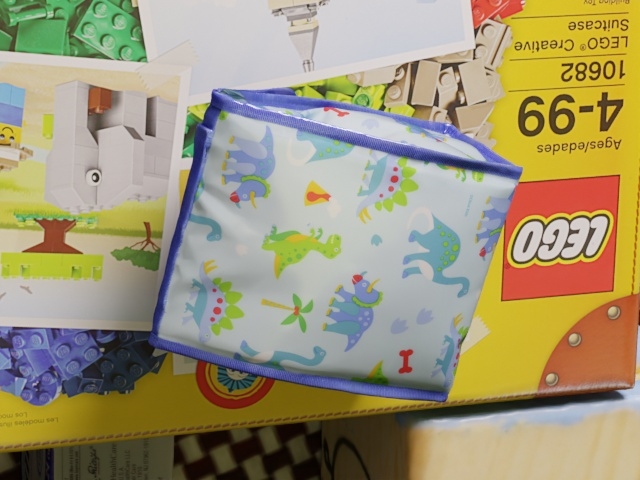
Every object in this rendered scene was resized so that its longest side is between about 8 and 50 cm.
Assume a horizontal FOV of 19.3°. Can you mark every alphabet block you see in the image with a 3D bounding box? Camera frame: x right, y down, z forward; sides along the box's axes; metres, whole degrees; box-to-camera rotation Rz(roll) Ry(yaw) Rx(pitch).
[{"bbox_3d":[0.114,0.158,1.148,0.193,0.192,0.197,-4,107,-14],"label":"alphabet block"}]

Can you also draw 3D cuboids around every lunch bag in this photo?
[{"bbox_3d":[0.000,0.000,0.901,0.151,0.096,0.129,8,105,-29],"label":"lunch bag"}]

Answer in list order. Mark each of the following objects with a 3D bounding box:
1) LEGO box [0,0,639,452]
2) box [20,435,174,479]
[{"bbox_3d":[-0.089,-0.099,1.001,0.500,0.193,0.372,-5,108,-16],"label":"LEGO box"},{"bbox_3d":[-0.132,0.135,1.091,0.072,0.137,0.126,-2,107,-15],"label":"box"}]
